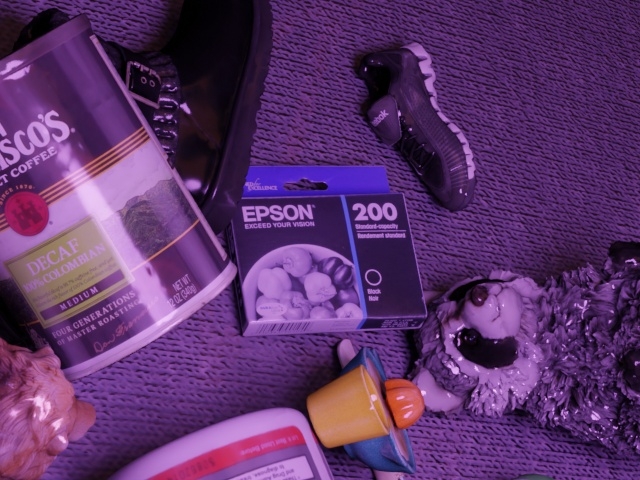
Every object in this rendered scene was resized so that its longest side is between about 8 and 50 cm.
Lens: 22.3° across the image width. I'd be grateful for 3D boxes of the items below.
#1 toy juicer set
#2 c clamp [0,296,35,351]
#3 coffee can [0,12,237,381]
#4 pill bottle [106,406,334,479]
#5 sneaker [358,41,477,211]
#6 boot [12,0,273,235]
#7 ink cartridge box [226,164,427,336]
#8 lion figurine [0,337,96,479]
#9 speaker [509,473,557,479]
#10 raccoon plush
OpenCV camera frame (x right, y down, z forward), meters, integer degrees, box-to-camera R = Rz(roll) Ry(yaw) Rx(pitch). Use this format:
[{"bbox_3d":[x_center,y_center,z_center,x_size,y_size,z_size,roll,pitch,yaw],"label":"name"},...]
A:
[{"bbox_3d":[0.074,0.205,1.613,0.329,0.089,0.209,-43,110,-83],"label":"toy juicer set"},{"bbox_3d":[-0.257,0.069,1.590,0.161,0.022,0.137,-32,80,-42],"label":"c clamp"},{"bbox_3d":[-0.229,-0.039,1.477,0.201,0.201,0.275,-41,104,-43],"label":"coffee can"},{"bbox_3d":[-0.043,0.350,1.444,0.210,0.210,0.363,-10,70,-40],"label":"pill bottle"},{"bbox_3d":[0.106,-0.134,1.941,0.106,0.078,0.234,-4,63,-34],"label":"sneaker"},{"bbox_3d":[-0.193,-0.187,1.712,0.260,0.131,0.348,22,53,-24],"label":"boot"},{"bbox_3d":[0.000,0.000,1.768,0.206,0.045,0.208,-2,64,-19],"label":"ink cartridge box"},{"bbox_3d":[-0.350,0.046,1.382,0.142,0.240,0.392,-22,78,-42],"label":"lion figurine"},{"bbox_3d":[0.157,0.358,1.646,0.131,0.131,0.296,53,47,2],"label":"speaker"},{"bbox_3d":[0.279,0.198,1.847,0.216,0.299,0.446,-75,147,-54],"label":"raccoon plush"}]
